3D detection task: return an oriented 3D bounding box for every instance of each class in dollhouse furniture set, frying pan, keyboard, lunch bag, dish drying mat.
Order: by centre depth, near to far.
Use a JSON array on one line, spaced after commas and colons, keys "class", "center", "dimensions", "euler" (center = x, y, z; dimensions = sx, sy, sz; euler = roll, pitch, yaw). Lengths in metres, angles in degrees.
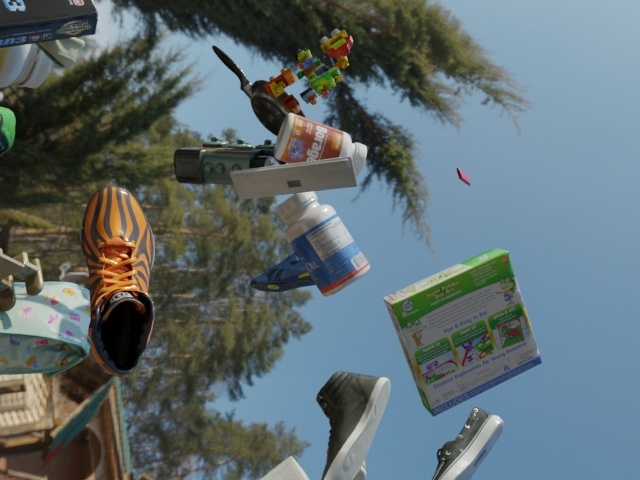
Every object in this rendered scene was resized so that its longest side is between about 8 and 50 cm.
[{"class": "keyboard", "center": [-0.056, -0.125, 1.074], "dimensions": [0.072, 0.256, 0.014], "euler": [72, 19, -44]}, {"class": "dollhouse furniture set", "center": [-0.757, 0.117, 1.122], "dimensions": [0.242, 0.212, 0.161], "euler": [-29, -119, 2]}, {"class": "lunch bag", "center": [-0.688, 0.213, 1.298], "dimensions": [0.223, 0.262, 0.160], "euler": [-113, -151, -59]}, {"class": "dish drying mat", "center": [0.354, -0.156, 1.304], "dimensions": [0.008, 0.083, 0.032], "euler": [-25, -109, 27]}, {"class": "frying pan", "center": [-0.155, -0.386, 1.393], "dimensions": [0.053, 0.326, 0.197], "euler": [-51, -152, -20]}]

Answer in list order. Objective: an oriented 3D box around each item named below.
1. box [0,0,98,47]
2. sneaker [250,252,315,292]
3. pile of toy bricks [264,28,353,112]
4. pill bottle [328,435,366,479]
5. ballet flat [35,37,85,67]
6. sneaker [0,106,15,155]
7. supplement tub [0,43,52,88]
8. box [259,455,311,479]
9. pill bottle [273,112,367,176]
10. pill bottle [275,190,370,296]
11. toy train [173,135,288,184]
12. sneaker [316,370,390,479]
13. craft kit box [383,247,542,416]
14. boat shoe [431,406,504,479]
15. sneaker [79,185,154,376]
[{"class": "box", "center": [-0.563, -0.457, 0.854], "dimensions": [0.073, 0.293, 0.295], "euler": [-27, -93, 60]}, {"class": "sneaker", "center": [-0.082, 0.077, 1.324], "dimensions": [0.209, 0.069, 0.082], "euler": [-14, -119, 26]}, {"class": "pile of toy bricks", "center": [-0.005, -0.354, 1.164], "dimensions": [0.212, 0.118, 0.105], "euler": [-35, -128, 0]}, {"class": "pill bottle", "center": [0.075, 0.617, 1.547], "dimensions": [0.184, 0.103, 0.103], "euler": [-92, -158, -62]}, {"class": "ballet flat", "center": [-0.551, -0.436, 0.983], "dimensions": [0.086, 0.248, 0.086], "euler": [-36, -153, 21]}, {"class": "sneaker", "center": [-0.491, -0.199, 0.641], "dimensions": [0.343, 0.146, 0.134], "euler": [50, -46, 18]}, {"class": "supplement tub", "center": [-0.772, -0.466, 1.121], "dimensions": [0.241, 0.331, 0.241], "euler": [-3, -94, 41]}, {"class": "box", "center": [-0.079, 0.597, 1.136], "dimensions": [0.119, 0.182, 0.181], "euler": [42, -19, 44]}, {"class": "pill bottle", "center": [0.001, -0.230, 1.328], "dimensions": [0.121, 0.216, 0.121], "euler": [-164, -90, -76]}, {"class": "pill bottle", "center": [0.000, 0.000, 1.143], "dimensions": [0.124, 0.124, 0.221], "euler": [-34, -91, 49]}, {"class": "toy train", "center": [-0.251, -0.215, 1.507], "dimensions": [0.334, 0.190, 0.142], "euler": [7, -71, 19]}, {"class": "sneaker", "center": [0.041, 0.434, 1.229], "dimensions": [0.147, 0.104, 0.295], "euler": [12, -124, 32]}, {"class": "craft kit box", "center": [0.276, 0.174, 1.016], "dimensions": [0.061, 0.250, 0.246], "euler": [-141, -151, -73]}, {"class": "boat shoe", "center": [0.160, 0.252, 0.615], "dimensions": [0.040, 0.142, 0.049], "euler": [26, -40, 39]}, {"class": "sneaker", "center": [-0.318, 0.062, 0.859], "dimensions": [0.180, 0.125, 0.321], "euler": [170, -86, -65]}]
